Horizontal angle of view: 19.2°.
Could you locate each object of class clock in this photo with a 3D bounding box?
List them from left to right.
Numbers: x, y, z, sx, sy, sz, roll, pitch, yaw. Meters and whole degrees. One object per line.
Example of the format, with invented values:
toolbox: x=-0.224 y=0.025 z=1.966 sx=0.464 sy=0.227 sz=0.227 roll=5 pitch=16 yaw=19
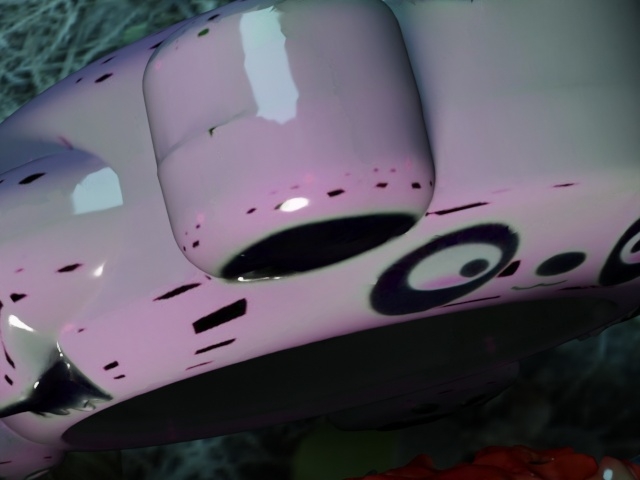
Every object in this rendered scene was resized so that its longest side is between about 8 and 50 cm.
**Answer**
clock: x=0.000 y=0.000 z=0.525 sx=0.227 sy=0.248 sz=0.090 roll=-7 pitch=76 yaw=-33

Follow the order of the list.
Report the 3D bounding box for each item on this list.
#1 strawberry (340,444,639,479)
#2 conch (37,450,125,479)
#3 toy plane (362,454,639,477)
strawberry: x=0.006 y=0.153 z=0.475 sx=0.244 sy=0.205 sz=0.205 roll=-18 pitch=41 yaw=38
conch: x=-0.162 y=0.111 z=0.619 sx=0.245 sy=0.163 sz=0.178 roll=-22 pitch=85 yaw=-22
toy plane: x=0.135 y=0.055 z=0.538 sx=0.273 sy=0.182 sz=0.107 roll=-24 pitch=77 yaw=4
